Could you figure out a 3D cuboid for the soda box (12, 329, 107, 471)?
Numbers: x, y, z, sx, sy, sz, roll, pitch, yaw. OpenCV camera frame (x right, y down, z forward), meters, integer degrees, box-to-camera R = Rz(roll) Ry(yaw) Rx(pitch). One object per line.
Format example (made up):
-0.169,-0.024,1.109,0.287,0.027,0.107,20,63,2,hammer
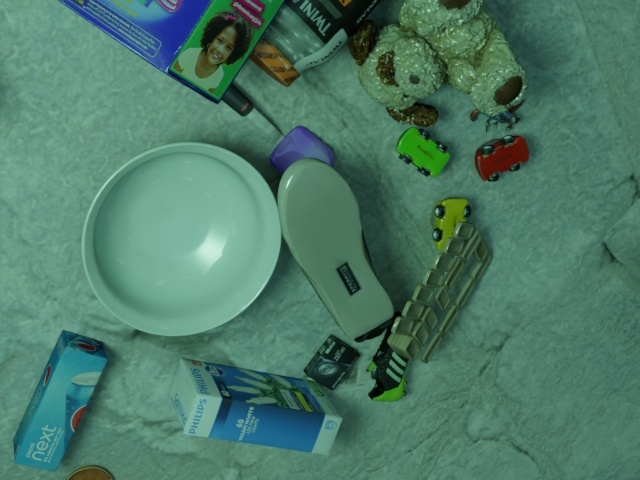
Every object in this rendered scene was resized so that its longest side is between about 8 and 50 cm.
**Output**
-0.411,0.253,1.462,0.071,0.067,0.210,22,101,-26,soda box

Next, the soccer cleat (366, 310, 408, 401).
0.122,0.211,1.653,0.072,0.060,0.179,-4,113,-18,soccer cleat

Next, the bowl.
-0.216,-0.017,1.398,0.298,0.134,0.297,-7,111,-18,bowl

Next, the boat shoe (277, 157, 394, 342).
0.000,0.000,1.463,0.127,0.158,0.340,-28,123,-11,boat shoe

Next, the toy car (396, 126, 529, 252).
0.211,-0.122,1.566,0.225,0.053,0.239,33,95,-27,toy car

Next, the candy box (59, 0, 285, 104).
-0.160,-0.382,1.204,0.317,0.268,0.122,-57,148,7,candy box

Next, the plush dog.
0.159,-0.296,1.430,0.225,0.210,0.262,-30,126,14,plush dog

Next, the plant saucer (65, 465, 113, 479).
-0.390,0.414,1.560,0.083,0.013,0.083,-7,112,-18,plant saucer

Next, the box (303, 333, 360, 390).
0.020,0.216,1.638,0.067,0.018,0.083,36,94,-28,box

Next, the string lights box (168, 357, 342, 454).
-0.110,0.278,1.547,0.260,0.133,0.076,14,104,-25,string lights box

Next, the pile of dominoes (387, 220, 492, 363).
0.198,0.083,1.588,0.251,0.040,0.196,-57,148,-13,pile of dominoes

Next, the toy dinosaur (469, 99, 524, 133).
0.296,-0.214,1.584,0.082,0.047,0.090,27,65,-18,toy dinosaur

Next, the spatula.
-0.096,-0.187,1.438,0.296,0.030,0.084,41,91,-27,spatula

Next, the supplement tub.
-0.001,-0.384,1.310,0.193,0.193,0.316,39,93,-28,supplement tub
